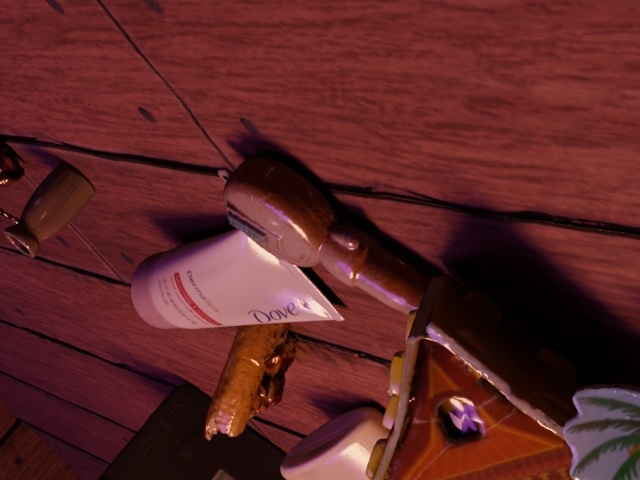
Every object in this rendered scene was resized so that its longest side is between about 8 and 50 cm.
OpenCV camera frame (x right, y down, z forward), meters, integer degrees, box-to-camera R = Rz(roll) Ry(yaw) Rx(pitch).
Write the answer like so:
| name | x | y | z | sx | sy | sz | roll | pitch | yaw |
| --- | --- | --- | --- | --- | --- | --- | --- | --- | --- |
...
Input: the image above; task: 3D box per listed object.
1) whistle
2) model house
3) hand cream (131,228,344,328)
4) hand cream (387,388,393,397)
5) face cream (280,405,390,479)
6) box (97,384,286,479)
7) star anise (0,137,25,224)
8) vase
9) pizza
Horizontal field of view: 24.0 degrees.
| name | x | y | z | sx | sy | sz | roll | pitch | yaw |
| --- | --- | --- | --- | --- | --- | --- | --- | --- | --- |
| whistle | 0.000 | 0.000 | 1.246 | 0.220 | 0.057 | 0.107 | 31 | 158 | 16 |
| model house | 0.199 | 0.161 | 1.162 | 0.300 | 0.340 | 0.324 | -56 | -54 | -71 |
| hand cream | -0.089 | 0.044 | 1.488 | 0.133 | 0.083 | 0.248 | 45 | 150 | -22 |
| hand cream | 0.156 | 0.203 | 1.438 | 0.234 | 0.050 | 0.080 | 24 | 157 | 47 |
| face cream | 0.125 | 0.333 | 1.679 | 0.348 | 0.081 | 0.173 | 44 | 136 | -12 |
| box | -0.115 | 0.371 | 2.031 | 0.350 | 0.211 | 0.058 | 34 | 162 | 12 |
| star anise | -0.392 | -0.087 | 1.741 | 0.097 | 0.070 | 0.191 | 10 | 147 | 51 |
| vase | -0.297 | -0.031 | 1.636 | 0.053 | 0.101 | 0.053 | 34 | 161 | 14 |
| pizza | -0.066 | 0.145 | 1.625 | 0.069 | 0.154 | 0.194 | 17 | 178 | 7 |
